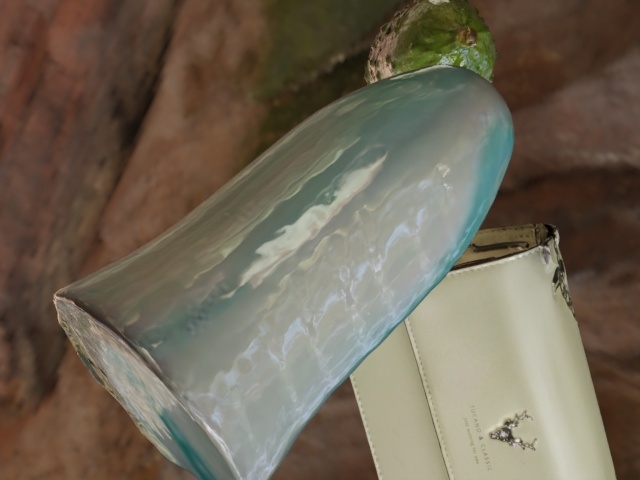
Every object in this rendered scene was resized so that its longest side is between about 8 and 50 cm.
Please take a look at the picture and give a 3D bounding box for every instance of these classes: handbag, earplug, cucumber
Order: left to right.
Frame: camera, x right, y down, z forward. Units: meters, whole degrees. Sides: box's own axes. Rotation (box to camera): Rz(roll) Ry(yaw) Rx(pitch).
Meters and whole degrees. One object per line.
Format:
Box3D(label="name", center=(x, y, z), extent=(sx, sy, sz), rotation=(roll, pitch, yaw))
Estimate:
Box3D(label="earplug", center=(0.000, 0.000, 1.155), extent=(0.324, 0.185, 0.185), rotation=(-43, -176, -17))
Box3D(label="cucumber", center=(0.123, -0.189, 1.743), extent=(0.134, 0.134, 0.244), rotation=(-64, -175, -4))
Box3D(label="handbag", center=(0.173, 0.179, 1.805), extent=(0.236, 0.358, 0.160), rotation=(-11, -167, 25))

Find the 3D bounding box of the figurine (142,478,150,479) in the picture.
Box3D(label="figurine", center=(-0.207, 0.294, 1.533), extent=(0.196, 0.108, 0.114), rotation=(-41, -117, 26))
